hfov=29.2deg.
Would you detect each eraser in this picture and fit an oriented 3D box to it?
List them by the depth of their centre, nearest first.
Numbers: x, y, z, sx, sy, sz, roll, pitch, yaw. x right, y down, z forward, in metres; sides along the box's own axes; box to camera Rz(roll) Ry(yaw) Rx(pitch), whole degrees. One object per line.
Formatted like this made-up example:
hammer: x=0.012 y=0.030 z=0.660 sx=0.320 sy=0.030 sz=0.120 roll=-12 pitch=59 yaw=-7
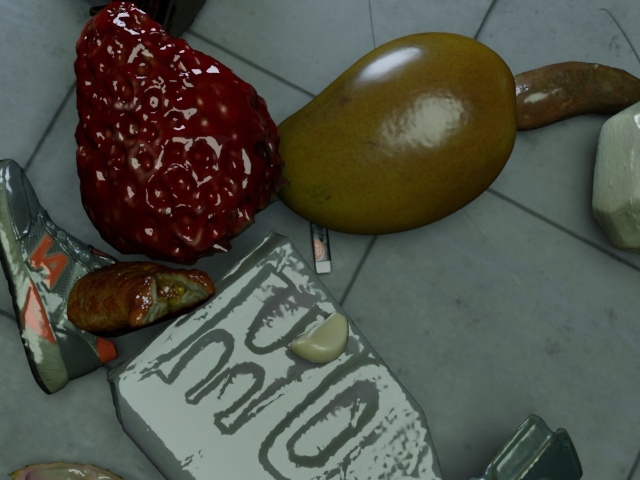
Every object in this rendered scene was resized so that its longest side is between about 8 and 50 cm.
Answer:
eraser: x=0.000 y=0.000 z=1.816 sx=0.027 sy=0.019 sz=0.099 roll=-5 pitch=82 yaw=-8

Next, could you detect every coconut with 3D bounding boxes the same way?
coconut: x=0.522 y=-0.101 z=1.782 sx=0.245 sy=0.245 sz=0.247 roll=6 pitch=86 yaw=-6

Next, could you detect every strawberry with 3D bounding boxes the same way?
strawberry: x=-0.220 y=-0.143 z=1.637 sx=0.295 sy=0.317 sz=0.345 roll=-32 pitch=101 yaw=13

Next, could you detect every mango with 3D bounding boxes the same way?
mango: x=0.105 y=-0.145 z=1.757 sx=0.378 sy=0.221 sz=0.264 roll=-22 pitch=89 yaw=1

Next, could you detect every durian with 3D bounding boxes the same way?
durian: x=-0.324 y=0.376 z=1.661 sx=0.182 sy=0.132 sz=0.165 roll=-6 pitch=74 yaw=-4

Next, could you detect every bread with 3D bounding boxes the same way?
bread: x=-0.235 y=0.068 z=1.564 sx=0.139 sy=0.269 sz=0.095 roll=-26 pitch=96 yaw=-31

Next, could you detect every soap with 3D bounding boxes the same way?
soap: x=-0.047 y=0.250 z=1.675 sx=0.350 sy=0.213 sz=0.435 roll=-39 pitch=88 yaw=-12

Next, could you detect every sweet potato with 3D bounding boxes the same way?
sweet potato: x=0.395 y=-0.224 z=1.863 sx=0.292 sy=0.097 sz=0.097 roll=-8 pitch=82 yaw=-9

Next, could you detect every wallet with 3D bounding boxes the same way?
wallet: x=0.217 y=0.405 z=1.673 sx=0.083 sy=0.252 sz=0.360 roll=34 pitch=76 yaw=31

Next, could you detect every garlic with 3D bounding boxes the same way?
garlic: x=0.007 y=0.129 z=1.575 sx=0.083 sy=0.041 sz=0.053 roll=-40 pitch=76 yaw=-24

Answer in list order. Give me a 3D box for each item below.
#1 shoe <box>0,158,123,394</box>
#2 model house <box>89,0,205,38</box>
shoe: x=-0.357 y=0.035 z=1.719 sx=0.171 sy=0.132 sz=0.336 roll=-15 pitch=85 yaw=-14
model house: x=-0.270 y=-0.482 z=1.792 sx=0.282 sy=0.297 sz=0.317 roll=27 pitch=116 yaw=7
